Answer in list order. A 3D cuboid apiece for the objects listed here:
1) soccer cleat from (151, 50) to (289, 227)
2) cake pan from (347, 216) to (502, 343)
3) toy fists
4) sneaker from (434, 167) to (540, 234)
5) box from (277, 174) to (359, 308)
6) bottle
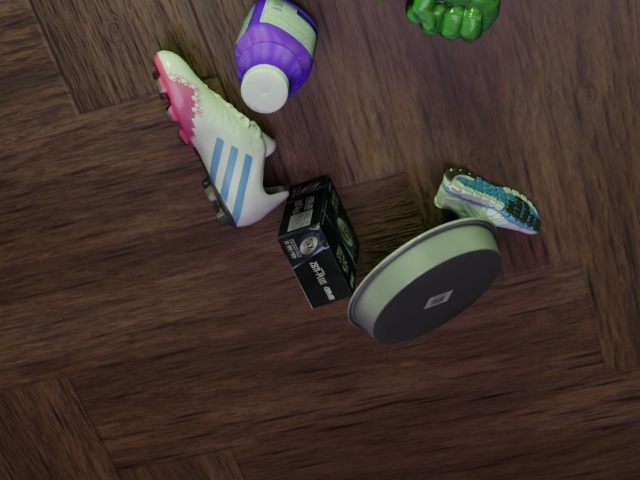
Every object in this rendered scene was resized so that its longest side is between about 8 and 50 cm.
[{"bbox_3d":[-0.160,-0.180,1.820,0.143,0.116,0.331,-26,116,-3],"label":"soccer cleat"},{"bbox_3d":[0.184,0.076,1.849,0.293,0.054,0.293,-25,153,-14],"label":"cake pan"},{"bbox_3d":[0.145,-0.400,1.663,0.279,0.096,0.142,30,119,-13],"label":"toy fists"},{"bbox_3d":[0.280,-0.052,1.874,0.191,0.071,0.083,25,131,-6],"label":"sneaker"},{"bbox_3d":[0.000,0.000,1.853,0.077,0.180,0.147,-18,116,15],"label":"box"},{"bbox_3d":[-0.069,-0.274,1.644,0.118,0.283,0.092,33,117,-15],"label":"bottle"}]
